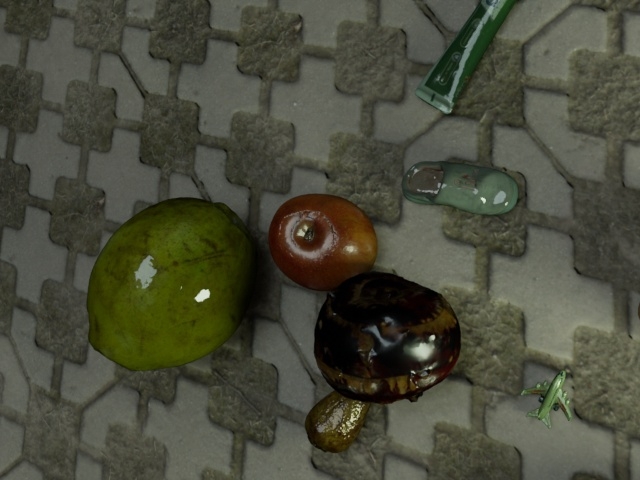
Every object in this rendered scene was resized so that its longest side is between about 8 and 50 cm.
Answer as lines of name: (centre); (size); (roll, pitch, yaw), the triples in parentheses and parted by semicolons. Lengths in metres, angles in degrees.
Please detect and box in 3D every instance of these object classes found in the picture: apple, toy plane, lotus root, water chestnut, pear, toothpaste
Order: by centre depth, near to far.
toy plane: (0.431, 0.293, 1.607); (0.102, 0.040, 0.111); (28, 90, 27)
water chestnut: (0.131, 0.209, 1.671); (0.300, 0.300, 0.299); (-6, 75, 24)
lotus root: (0.046, 0.346, 1.755); (0.108, 0.094, 0.190); (36, 90, -7)
apple: (0.000, 0.000, 1.810); (0.235, 0.173, 0.210); (-4, 77, 24)
toothpaste: (0.342, -0.452, 1.817); (0.099, 0.061, 0.392); (37, 98, 28)
pear: (-0.312, 0.097, 1.842); (0.352, 0.352, 0.413); (36, 83, 28)

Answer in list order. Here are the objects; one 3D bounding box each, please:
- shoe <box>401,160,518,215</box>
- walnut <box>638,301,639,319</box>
shoe: (0.272, -0.113, 1.747); (0.251, 0.100, 0.103); (8, 81, 30)
walnut: (0.659, 0.103, 1.461); (0.245, 0.198, 0.198); (-40, 64, 7)
